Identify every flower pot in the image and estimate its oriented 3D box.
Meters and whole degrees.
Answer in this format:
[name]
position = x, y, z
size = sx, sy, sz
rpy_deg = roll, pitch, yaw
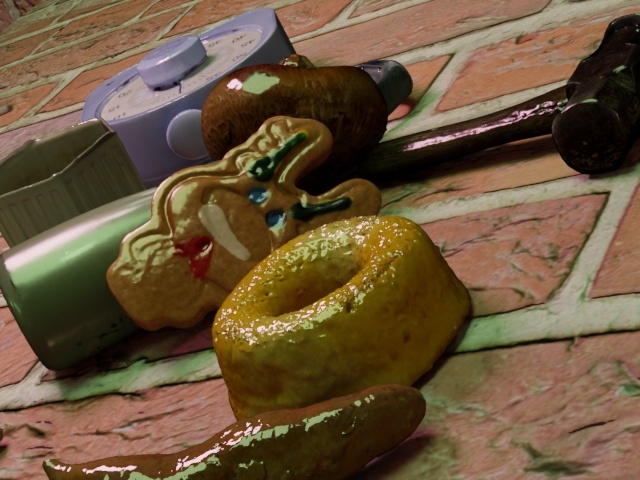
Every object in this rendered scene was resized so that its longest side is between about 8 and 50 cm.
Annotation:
[flower pot]
position = -0.353, -0.043, 1.875
size = 0.209, 0.190, 0.239
rpy_deg = -31, 24, -10

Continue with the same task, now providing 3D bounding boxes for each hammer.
[hammer]
position = 0.226, -0.137, 1.606
size = 0.408, 0.095, 0.242
rpy_deg = -16, 24, 36

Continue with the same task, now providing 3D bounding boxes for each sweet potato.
[sweet potato]
position = -0.073, 0.211, 1.165
size = 0.354, 0.095, 0.106
rpy_deg = -13, 70, 6

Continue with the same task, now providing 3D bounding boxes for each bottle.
[bottle]
position = -0.220, 0.020, 1.641
size = 0.347, 0.168, 0.168
rpy_deg = -27, 22, -11

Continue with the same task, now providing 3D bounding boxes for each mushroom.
[mushroom]
position = -0.035, -0.152, 1.739
size = 0.253, 0.253, 0.153
rpy_deg = -17, 69, 23

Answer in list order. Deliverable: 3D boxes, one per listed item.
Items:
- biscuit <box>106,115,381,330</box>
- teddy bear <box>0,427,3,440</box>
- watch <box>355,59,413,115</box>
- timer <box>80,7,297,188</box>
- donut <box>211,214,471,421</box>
[biscuit]
position = -0.095, -0.014, 1.550
size = 0.334, 0.202, 0.047
rpy_deg = -32, -16, -13
[teddy bear]
position = -0.480, 0.215, 1.566
size = 0.133, 0.111, 0.213
rpy_deg = -36, 25, -29
[watch]
position = 0.035, -0.196, 1.936
size = 0.193, 0.068, 0.206
rpy_deg = -35, 20, -10
[timer]
position = -0.213, -0.239, 2.160
size = 0.395, 0.173, 0.395
rpy_deg = -22, 23, 10
[donut]
position = 0.011, 0.073, 1.338
size = 0.277, 0.108, 0.277
rpy_deg = -23, 23, 10
